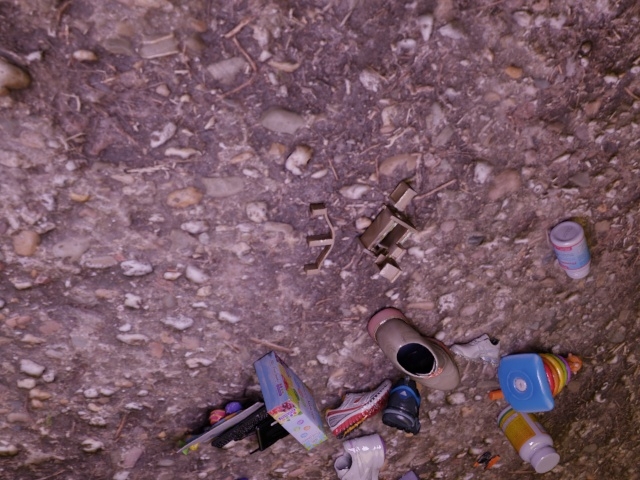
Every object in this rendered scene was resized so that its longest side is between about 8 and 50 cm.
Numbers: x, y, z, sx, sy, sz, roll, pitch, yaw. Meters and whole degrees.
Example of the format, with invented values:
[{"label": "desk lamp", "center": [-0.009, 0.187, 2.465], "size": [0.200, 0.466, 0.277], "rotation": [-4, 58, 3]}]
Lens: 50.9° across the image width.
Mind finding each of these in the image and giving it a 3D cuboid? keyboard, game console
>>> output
[{"label": "keyboard", "center": [-0.193, 0.505, 1.799], "size": [0.192, 0.038, 0.100], "rotation": [-34, 157, 0]}, {"label": "game console", "center": [-0.138, 0.522, 1.838], "size": [0.122, 0.071, 0.107], "rotation": [-22, 109, -39]}]

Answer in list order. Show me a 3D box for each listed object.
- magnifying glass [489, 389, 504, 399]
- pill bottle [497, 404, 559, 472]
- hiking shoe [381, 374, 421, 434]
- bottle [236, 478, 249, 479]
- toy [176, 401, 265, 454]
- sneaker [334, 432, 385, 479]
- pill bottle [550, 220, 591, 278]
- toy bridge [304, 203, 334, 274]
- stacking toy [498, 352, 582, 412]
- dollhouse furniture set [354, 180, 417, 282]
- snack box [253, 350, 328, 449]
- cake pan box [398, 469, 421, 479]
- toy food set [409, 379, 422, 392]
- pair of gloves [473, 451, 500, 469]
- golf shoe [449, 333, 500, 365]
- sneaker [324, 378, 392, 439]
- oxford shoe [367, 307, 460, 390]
[{"label": "magnifying glass", "center": [0.646, 0.479, 2.159], "size": [0.231, 0.026, 0.092], "rotation": [-5, 124, -18]}, {"label": "pill bottle", "center": [0.667, 0.632, 2.153], "size": [0.117, 0.208, 0.118], "rotation": [-11, 125, -16]}, {"label": "hiking shoe", "center": [0.241, 0.464, 1.884], "size": [0.304, 0.113, 0.132], "rotation": [79, 30, -71]}, {"label": "bottle", "center": [-0.322, 0.768, 1.897], "size": [0.282, 0.118, 0.092], "rotation": [-13, 136, -13]}, {"label": "toy", "center": [-0.262, 0.467, 1.742], "size": [0.237, 0.056, 0.137], "rotation": [-33, 165, -5]}, {"label": "sneaker", "center": [0.109, 0.715, 2.057], "size": [0.152, 0.114, 0.305], "rotation": [-1, 114, -13]}, {"label": "pill bottle", "center": [0.687, 0.029, 1.835], "size": [0.087, 0.087, 0.160], "rotation": [-33, 127, 1]}, {"label": "toy bridge", "center": [0.000, 0.000, 1.572], "size": [0.063, 0.026, 0.188], "rotation": [-7, 125, -19]}, {"label": "stacking toy", "center": [0.706, 0.405, 2.072], "size": [0.301, 0.165, 0.175], "rotation": [-11, 83, -36]}, {"label": "dollhouse furniture set", "center": [0.197, -0.011, 1.559], "size": [0.101, 0.161, 0.182], "rotation": [28, 109, -34]}, {"label": "snack box", "center": [-0.076, 0.409, 1.721], "size": [0.070, 0.174, 0.207], "rotation": [-31, 129, 4]}, {"label": "cake pan box", "center": [0.262, 0.910, 2.152], "size": [0.267, 0.246, 0.070], "rotation": [-39, 132, 4]}, {"label": "toy food set", "center": [0.262, 0.436, 1.975], "size": [0.083, 0.020, 0.083], "rotation": [3, 120, -23]}, {"label": "pair of gloves", "center": [0.576, 0.763, 2.330], "size": [0.083, 0.010, 0.074], "rotation": [30, 109, -32]}, {"label": "golf shoe", "center": [0.450, 0.307, 1.952], "size": [0.176, 0.069, 0.086], "rotation": [14, 96, -33]}, {"label": "sneaker", "center": [0.110, 0.452, 1.884], "size": [0.225, 0.093, 0.088], "rotation": [-30, 148, -23]}, {"label": "oxford shoe", "center": [0.275, 0.338, 1.834], "size": [0.140, 0.146, 0.397], "rotation": [-46, 127, 9]}]
